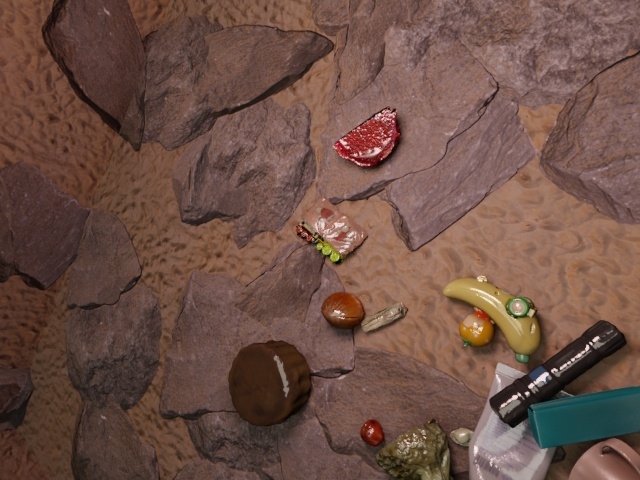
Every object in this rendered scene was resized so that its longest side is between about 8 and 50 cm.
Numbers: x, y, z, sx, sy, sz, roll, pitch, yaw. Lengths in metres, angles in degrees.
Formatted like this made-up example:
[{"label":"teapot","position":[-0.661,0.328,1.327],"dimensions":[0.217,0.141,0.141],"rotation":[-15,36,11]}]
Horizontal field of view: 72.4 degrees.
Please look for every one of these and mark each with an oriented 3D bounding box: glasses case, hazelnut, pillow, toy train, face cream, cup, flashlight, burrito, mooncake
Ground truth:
[{"label":"glasses case","position":[0.736,0.478,1.201],"dimensions":[0.301,0.070,0.117],"rotation":[-12,96,7]},{"label":"hazelnut","position":[0.080,0.256,1.609],"dimensions":[0.150,0.150,0.150],"rotation":[-3,84,29]},{"label":"pillow","position":[0.052,-0.053,1.684],"dimensions":[0.135,0.049,0.248],"rotation":[-43,67,-12]},{"label":"toy train","position":[0.000,0.000,1.730],"dimensions":[0.250,0.053,0.085],"rotation":[38,94,27]},{"label":"face cream","position":[0.580,0.616,1.326],"dimensions":[0.235,0.137,0.420],"rotation":[21,88,33]},{"label":"cup","position":[0.778,0.627,1.096],"dimensions":[0.200,0.192,0.252],"rotation":[-139,34,-65]},{"label":"flashlight","position":[0.682,0.381,1.265],"dimensions":[0.424,0.103,0.103],"rotation":[-41,67,8]},{"label":"burrito","position":[0.229,0.277,1.581],"dimensions":[0.188,0.045,0.058],"rotation":[-30,98,22]},{"label":"mooncake","position":[-0.193,0.551,1.713],"dimensions":[0.324,0.187,0.323],"rotation":[-3,84,31]}]

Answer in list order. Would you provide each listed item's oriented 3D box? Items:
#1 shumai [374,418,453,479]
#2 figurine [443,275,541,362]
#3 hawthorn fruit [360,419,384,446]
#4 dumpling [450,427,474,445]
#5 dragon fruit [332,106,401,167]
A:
[{"label":"shumai","position":[0.322,0.725,1.410],"dimensions":[0.256,0.189,0.218],"rotation":[-46,65,24]},{"label":"figurine","position":[0.529,0.243,1.378],"dimensions":[0.325,0.124,0.222],"rotation":[31,104,31]},{"label":"hawthorn fruit","position":[0.189,0.685,1.550],"dimensions":[0.093,0.093,0.093],"rotation":[-3,84,29]},{"label":"dumpling","position":[0.465,0.642,1.421],"dimensions":[0.077,0.043,0.059],"rotation":[-22,90,9]},{"label":"dragon fruit","position":[0.190,-0.385,1.609],"dimensions":[0.262,0.163,0.189],"rotation":[-31,38,27]}]
